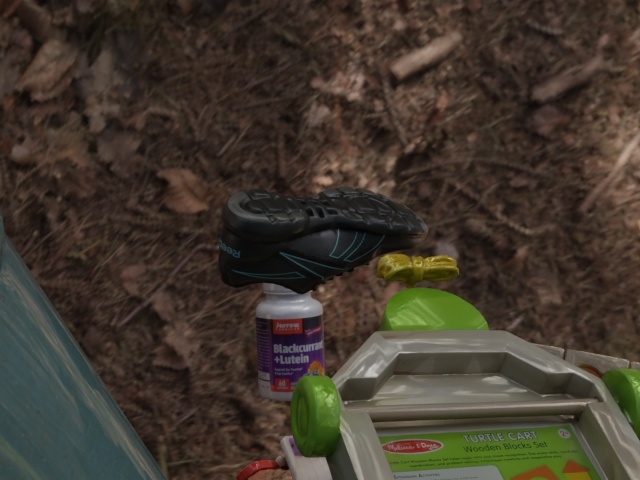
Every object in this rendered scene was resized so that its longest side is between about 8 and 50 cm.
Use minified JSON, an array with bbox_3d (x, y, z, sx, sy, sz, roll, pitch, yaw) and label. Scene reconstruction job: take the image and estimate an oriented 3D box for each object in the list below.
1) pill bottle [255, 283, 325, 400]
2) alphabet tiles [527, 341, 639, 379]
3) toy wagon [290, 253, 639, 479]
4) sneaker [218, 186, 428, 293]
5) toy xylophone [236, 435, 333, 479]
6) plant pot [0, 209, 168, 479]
[{"bbox_3d":[-0.048,0.149,1.887,0.108,0.108,0.193,-5,95,-24],"label":"pill bottle"},{"bbox_3d":[0.187,0.228,1.025,0.342,0.011,0.285,10,72,14],"label":"alphabet tiles"},{"bbox_3d":[0.115,0.137,0.833,0.267,0.068,0.344,1,36,-19],"label":"toy wagon"},{"bbox_3d":[0.000,0.000,1.374,0.267,0.101,0.106,0,118,-29],"label":"sneaker"},{"bbox_3d":[-0.120,0.379,1.568,0.322,0.236,0.081,-39,68,5],"label":"toy xylophone"},{"bbox_3d":[-0.260,0.129,0.675,0.341,0.341,0.334,-49,127,-26],"label":"plant pot"}]
